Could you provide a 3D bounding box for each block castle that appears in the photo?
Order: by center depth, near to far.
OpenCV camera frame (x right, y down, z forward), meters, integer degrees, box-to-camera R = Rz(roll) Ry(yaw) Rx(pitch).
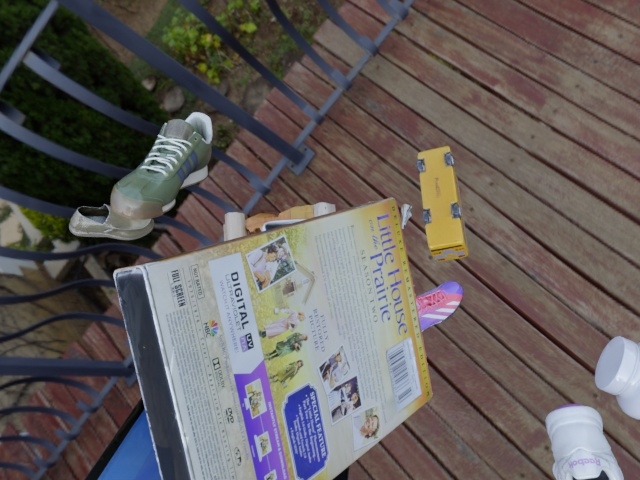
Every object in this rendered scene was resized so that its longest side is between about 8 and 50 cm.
[{"bbox_3d":[-0.082,0.075,1.491,0.302,0.453,0.213,-5,75,2],"label":"block castle"}]

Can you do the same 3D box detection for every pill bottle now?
[{"bbox_3d":[0.774,0.327,1.216,0.322,0.181,0.182,23,89,8],"label":"pill bottle"}]

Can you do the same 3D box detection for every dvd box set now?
[{"bbox_3d":[-0.016,0.129,0.691,0.062,0.420,0.308,-6,99,42],"label":"dvd box set"}]

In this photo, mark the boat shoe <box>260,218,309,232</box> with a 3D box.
[{"bbox_3d":[0.000,0.000,1.028,0.226,0.076,0.083,-5,54,-15],"label":"boat shoe"}]

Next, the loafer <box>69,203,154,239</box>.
[{"bbox_3d":[-0.377,-0.035,1.035,0.056,0.147,0.050,65,147,36],"label":"loafer"}]

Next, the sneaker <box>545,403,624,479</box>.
[{"bbox_3d":[0.453,0.416,0.966,0.114,0.305,0.152,-19,34,21],"label":"sneaker"}]

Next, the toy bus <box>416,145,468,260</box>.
[{"bbox_3d":[0.372,-0.117,1.737,0.108,0.130,0.333,-12,62,20],"label":"toy bus"}]

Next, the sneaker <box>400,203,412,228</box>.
[{"bbox_3d":[0.286,-0.078,1.889,0.036,0.032,0.084,6,96,-16],"label":"sneaker"}]

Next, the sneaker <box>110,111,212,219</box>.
[{"bbox_3d":[-0.173,-0.096,0.646,0.064,0.192,0.086,20,115,4],"label":"sneaker"}]

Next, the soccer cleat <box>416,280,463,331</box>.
[{"bbox_3d":[0.331,0.216,1.811,0.318,0.117,0.108,-32,46,-16],"label":"soccer cleat"}]

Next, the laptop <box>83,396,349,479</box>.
[{"bbox_3d":[-0.108,0.277,0.678,0.264,0.234,0.137,-10,105,7],"label":"laptop"}]
